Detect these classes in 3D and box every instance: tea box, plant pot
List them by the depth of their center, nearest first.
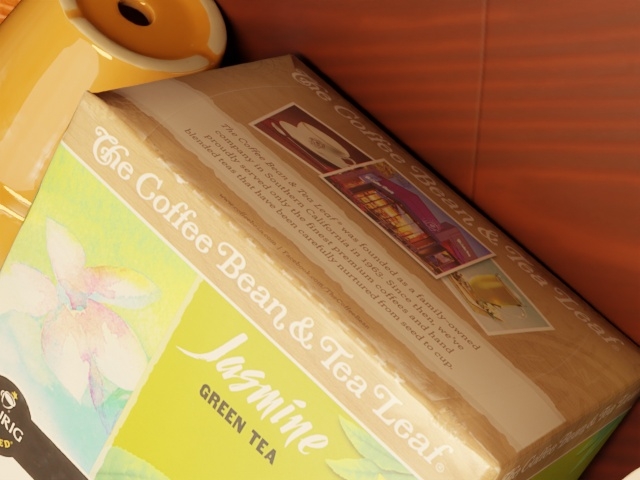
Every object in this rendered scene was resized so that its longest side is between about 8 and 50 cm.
[{"bbox_3d":[-0.033,0.111,1.054,0.329,0.220,0.323,41,120,20],"label":"tea box"},{"bbox_3d":[-0.161,-0.100,1.183,0.205,0.205,0.188,48,131,14],"label":"plant pot"}]

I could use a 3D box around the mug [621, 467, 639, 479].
[{"bbox_3d":[0.256,0.275,0.906,0.374,0.276,0.328,-114,7,-52],"label":"mug"}]

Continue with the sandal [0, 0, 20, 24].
[{"bbox_3d":[-0.219,-0.226,1.239,0.102,0.076,0.265,29,156,3],"label":"sandal"}]
